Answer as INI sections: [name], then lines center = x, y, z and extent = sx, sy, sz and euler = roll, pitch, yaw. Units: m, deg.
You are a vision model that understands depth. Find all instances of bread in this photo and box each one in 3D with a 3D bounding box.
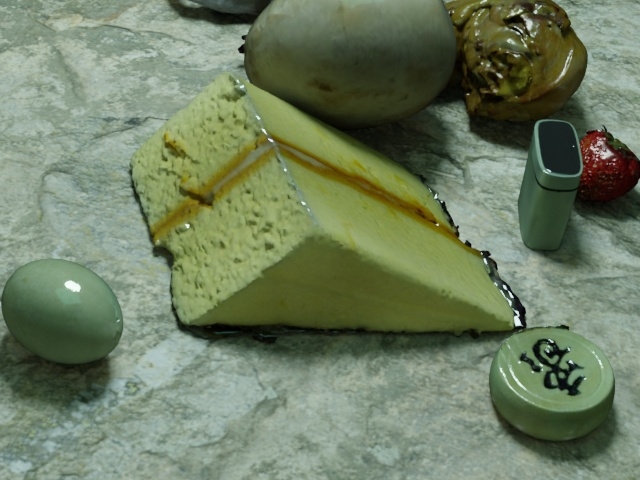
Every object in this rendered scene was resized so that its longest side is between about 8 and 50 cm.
[bread]
center = 0.000, 0.000, 1.734
extent = 0.405, 0.242, 0.345
euler = 26, 30, -29

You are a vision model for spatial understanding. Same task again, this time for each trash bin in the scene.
[trash bin]
center = 0.295, -0.072, 1.766
extent = 0.059, 0.130, 0.116
euler = 5, 43, -1

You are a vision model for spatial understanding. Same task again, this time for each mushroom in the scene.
[mushroom]
center = 0.035, -0.298, 1.837
extent = 0.298, 0.297, 0.290
euler = -5, 78, -12

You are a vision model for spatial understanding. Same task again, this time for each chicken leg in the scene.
[chicken leg]
center = 0.234, -0.317, 2.016
extent = 0.295, 0.182, 0.409
euler = -7, 38, 10

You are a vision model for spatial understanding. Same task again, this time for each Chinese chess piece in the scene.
[Chinese chess piece]
center = 0.265, 0.162, 1.566
extent = 0.144, 0.058, 0.144
euler = 3, 42, -3

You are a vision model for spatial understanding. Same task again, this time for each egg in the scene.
[egg]
center = -0.291, 0.081, 1.544
extent = 0.152, 0.114, 0.114
euler = 22, 45, 22

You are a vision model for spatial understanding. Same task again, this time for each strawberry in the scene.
[strawberry]
center = 0.378, -0.093, 1.835
extent = 0.106, 0.106, 0.106
euler = 3, 43, -3

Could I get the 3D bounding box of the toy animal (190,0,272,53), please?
[toy animal]
center = -0.142, -0.383, 2.073
extent = 0.324, 0.090, 0.195
euler = 31, 48, 21
